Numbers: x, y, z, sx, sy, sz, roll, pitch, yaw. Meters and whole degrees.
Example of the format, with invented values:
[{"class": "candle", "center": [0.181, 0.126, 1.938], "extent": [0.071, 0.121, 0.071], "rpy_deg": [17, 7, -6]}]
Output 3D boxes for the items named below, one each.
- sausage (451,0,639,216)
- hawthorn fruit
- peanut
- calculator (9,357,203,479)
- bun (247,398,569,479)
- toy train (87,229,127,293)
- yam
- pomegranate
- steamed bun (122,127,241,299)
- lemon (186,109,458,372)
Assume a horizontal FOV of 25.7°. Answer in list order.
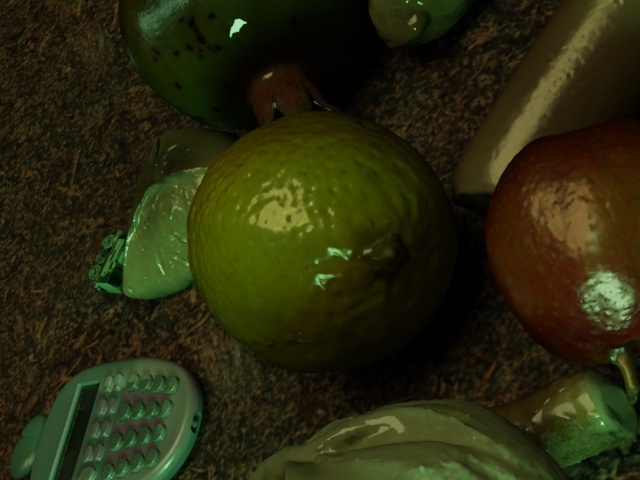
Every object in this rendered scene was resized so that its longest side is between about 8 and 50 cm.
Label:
[{"class": "sausage", "center": [0.225, -0.118, 1.263], "extent": [0.253, 0.123, 0.123], "rpy_deg": [-57, 36, 1]}, {"class": "hawthorn fruit", "center": [0.226, 0.022, 1.096], "extent": [0.197, 0.196, 0.225], "rpy_deg": [-27, 50, 33]}, {"class": "peanut", "center": [0.136, -0.342, 1.550], "extent": [0.298, 0.120, 0.136], "rpy_deg": [-67, 14, -16]}, {"class": "calculator", "center": [-0.244, 0.222, 1.587], "extent": [0.299, 0.041, 0.185], "rpy_deg": [-16, 50, 38]}, {"class": "bun", "center": [0.015, 0.272, 1.001], "extent": [0.365, 0.219, 0.365], "rpy_deg": [-59, -5, -9]}, {"class": "toy train", "center": [-0.257, 0.027, 1.767], "extent": [0.053, 0.033, 0.083], "rpy_deg": [3, 63, 44]}, {"class": "yam", "center": [0.104, 0.190, 1.190], "extent": [0.357, 0.081, 0.081], "rpy_deg": [-27, 44, 31]}, {"class": "pomegranate", "center": [-0.060, -0.235, 1.605], "extent": [0.291, 0.291, 0.323], "rpy_deg": [-43, 77, 15]}, {"class": "steamed bun", "center": [-0.149, -0.059, 1.653], "extent": [0.212, 0.110, 0.231], "rpy_deg": [-17, 52, 40]}, {"class": "lemon", "center": [0.000, 0.001, 1.321], "extent": [0.267, 0.267, 0.267], "rpy_deg": [-29, 43, 31]}]
